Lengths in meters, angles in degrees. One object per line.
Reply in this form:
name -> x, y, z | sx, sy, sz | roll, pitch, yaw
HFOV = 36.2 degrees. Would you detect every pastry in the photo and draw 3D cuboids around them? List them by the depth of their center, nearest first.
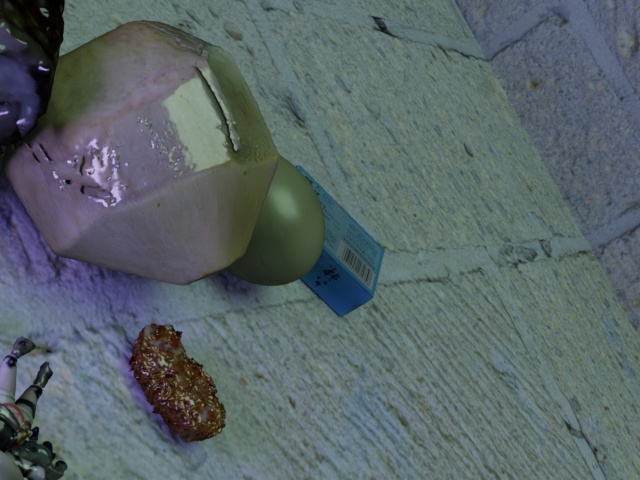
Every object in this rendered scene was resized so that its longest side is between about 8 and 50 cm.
pastry -> -0.193, 0.190, 1.269 | 0.087, 0.063, 0.169 | -24, 78, -53

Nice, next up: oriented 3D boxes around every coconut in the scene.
coconut -> -0.222, -0.098, 1.254 | 0.353, 0.353, 0.352 | 34, 37, -31

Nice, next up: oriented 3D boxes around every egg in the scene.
egg -> -0.098, -0.042, 1.488 | 0.241, 0.186, 0.186 | 52, 31, 2

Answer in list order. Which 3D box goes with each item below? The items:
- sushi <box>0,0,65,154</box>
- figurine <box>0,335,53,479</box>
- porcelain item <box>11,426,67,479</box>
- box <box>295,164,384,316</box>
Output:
sushi -> -0.452, -0.249, 1.095 | 0.299, 0.281, 0.294 | 20, 40, -30
figurine -> -0.342, 0.221, 0.908 | 0.175, 0.197, 0.265 | 42, 14, -21
porcelain item -> -0.338, 0.211, 1.082 | 0.136, 0.021, 0.075 | 33, 34, -34
box -> 0.000, 0.000, 1.685 | 0.232, 0.083, 0.142 | 43, 34, -18
